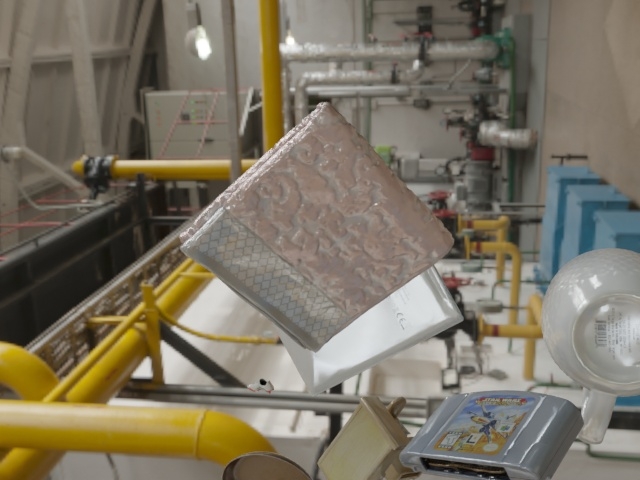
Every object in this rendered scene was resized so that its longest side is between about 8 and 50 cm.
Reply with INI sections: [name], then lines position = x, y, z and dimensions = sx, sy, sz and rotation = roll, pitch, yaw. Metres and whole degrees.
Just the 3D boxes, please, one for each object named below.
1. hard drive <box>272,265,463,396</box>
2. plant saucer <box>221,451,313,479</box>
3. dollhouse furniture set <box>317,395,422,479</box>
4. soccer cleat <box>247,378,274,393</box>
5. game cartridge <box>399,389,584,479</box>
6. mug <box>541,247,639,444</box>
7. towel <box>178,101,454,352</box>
[hard drive]
position = 0.082, 0.140, 1.438
dimensions = 0.233, 0.353, 0.047
rotation = 61, -168, 3
[plant saucer]
position = -0.145, 0.743, 2.112
dimensions = 0.050, 0.310, 0.311
rotation = -63, -27, -56
[dollhouse furniture set]
position = 0.228, 0.590, 1.980
dimensions = 0.257, 0.394, 0.362
rotation = -58, 47, 22
[soccer cleat]
position = -0.150, 0.357, 1.727
dimensions = 0.029, 0.083, 0.036
rotation = -41, -61, -43
[game cartridge]
position = 0.303, 0.345, 1.247
dimensions = 0.198, 0.297, 0.062
rotation = -42, -71, -38
[mug]
position = 0.556, 0.207, 1.341
dimensions = 0.328, 0.276, 0.374
rotation = -7, -72, -70
[towel]
position = 0.000, 0.000, 1.091
dimensions = 0.332, 0.317, 0.053
rotation = 43, -166, -30
